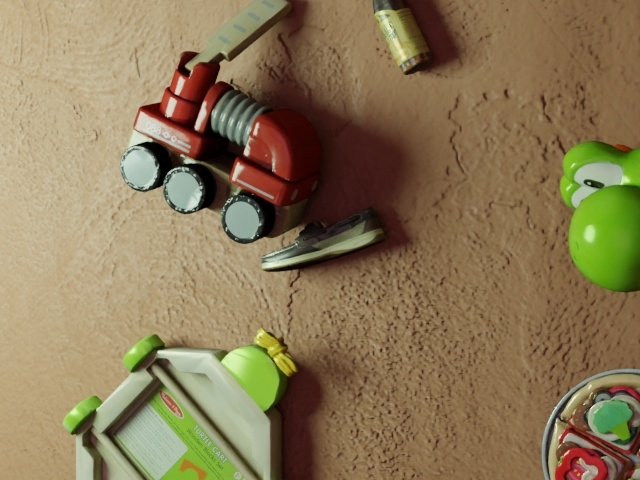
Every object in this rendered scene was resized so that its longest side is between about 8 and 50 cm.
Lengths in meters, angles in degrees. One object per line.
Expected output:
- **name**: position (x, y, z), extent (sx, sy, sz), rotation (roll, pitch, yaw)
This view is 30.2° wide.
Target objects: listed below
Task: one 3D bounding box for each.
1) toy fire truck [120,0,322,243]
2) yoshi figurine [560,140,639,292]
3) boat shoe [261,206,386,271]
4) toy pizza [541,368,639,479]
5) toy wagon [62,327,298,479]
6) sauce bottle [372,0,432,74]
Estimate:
- **toy fire truck**: position (-0.086, -0.152, 1.380), extent (0.217, 0.158, 0.246), rotation (27, 111, 16)
- **yoshi figurine**: position (0.403, 0.007, 1.185), extent (0.362, 0.203, 0.204), rotation (16, 105, 21)
- **boat shoe**: position (0.000, 0.000, 1.396), extent (0.152, 0.056, 0.049), rotation (-16, 83, 10)
- **toy pizza**: position (0.342, 0.241, 1.299), extent (0.201, 0.032, 0.201), rotation (1, 93, 19)
- **toy wagon**: position (-0.148, 0.240, 1.450), extent (0.344, 0.068, 0.267), rotation (-45, 79, 15)
- **sauce bottle**: position (0.085, -0.253, 1.356), extent (0.042, 0.042, 0.128), rotation (-28, 82, 18)
